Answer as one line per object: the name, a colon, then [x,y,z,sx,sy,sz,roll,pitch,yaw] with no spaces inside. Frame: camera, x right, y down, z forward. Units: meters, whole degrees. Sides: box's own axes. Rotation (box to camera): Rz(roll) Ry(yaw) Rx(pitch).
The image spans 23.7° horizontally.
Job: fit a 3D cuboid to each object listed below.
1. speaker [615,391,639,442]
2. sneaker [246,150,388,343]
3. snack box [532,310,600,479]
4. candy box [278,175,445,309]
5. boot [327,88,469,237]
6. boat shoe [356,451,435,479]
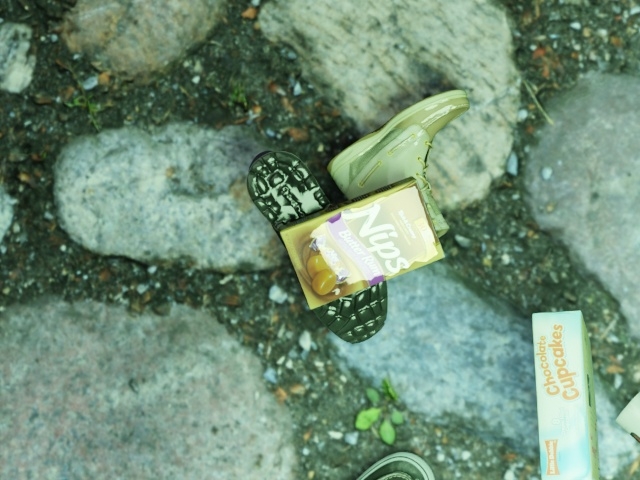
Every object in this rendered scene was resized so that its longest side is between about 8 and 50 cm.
speaker: [0.433,0.248,1.894,0.136,0.055,0.055,41,92,17]
sneaker: [0.000,0.000,2.031,0.107,0.124,0.283,-29,99,-1]
snack box: [0.292,0.196,1.799,0.060,0.322,0.187,-4,79,11]
candy box: [0.052,0.002,1.944,0.186,0.053,0.109,-22,100,-2]
boot: [0.134,-0.087,2.018,0.213,0.077,0.165,-33,74,12]
boat shoe: [0.031,0.414,1.929,0.121,0.119,0.335,34,89,17]
